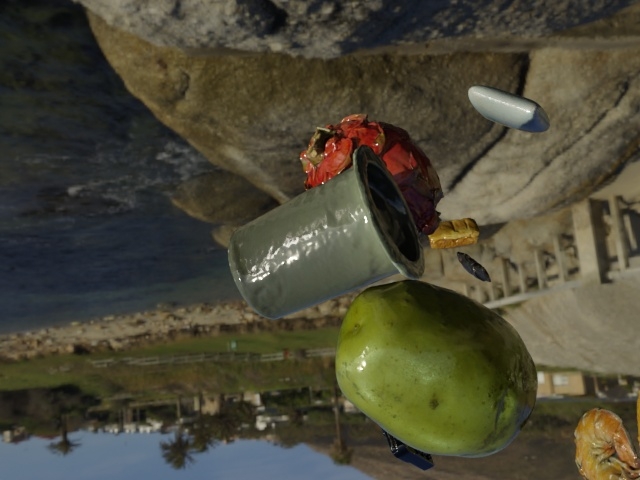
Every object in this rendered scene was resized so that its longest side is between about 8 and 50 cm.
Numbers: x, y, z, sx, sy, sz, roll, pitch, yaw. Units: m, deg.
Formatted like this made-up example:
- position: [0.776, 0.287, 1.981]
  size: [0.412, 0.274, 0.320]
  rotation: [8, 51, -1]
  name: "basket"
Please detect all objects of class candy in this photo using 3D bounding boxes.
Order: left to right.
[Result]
- position: [0.436, -0.302, 1.557]
  size: [0.174, 0.071, 0.138]
  rotation: [28, -174, 32]
  name: "candy"

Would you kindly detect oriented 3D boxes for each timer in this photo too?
- position: [0.167, 0.391, 1.379]
  size: [0.055, 0.144, 0.187]
  rotation: [-31, 142, 12]
  name: "timer"

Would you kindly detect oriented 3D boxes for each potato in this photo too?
- position: [0.155, 0.167, 0.882]
  size: [0.215, 0.216, 0.304]
  rotation: [-14, 139, 44]
  name: "potato"

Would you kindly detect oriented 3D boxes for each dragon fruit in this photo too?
- position: [0.115, -0.136, 1.516]
  size: [0.342, 0.278, 0.277]
  rotation: [32, 158, -16]
  name: "dragon fruit"

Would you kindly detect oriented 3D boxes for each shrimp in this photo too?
- position: [0.558, 0.411, 1.243]
  size: [0.062, 0.164, 0.317]
  rotation: [-3, -173, -7]
  name: "shrimp"

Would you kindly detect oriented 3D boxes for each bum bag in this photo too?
- position: [0.373, 0.066, 1.637]
  size: [0.034, 0.058, 0.124]
  rotation: [-40, -152, -1]
  name: "bum bag"

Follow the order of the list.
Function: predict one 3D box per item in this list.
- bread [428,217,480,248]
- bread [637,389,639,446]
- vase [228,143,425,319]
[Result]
- position: [0.338, -0.018, 1.718]
  size: [0.132, 0.053, 0.074]
  rotation: [-6, -144, 6]
  name: "bread"
- position: [0.472, 0.180, 0.646]
  size: [0.361, 0.250, 0.394]
  rotation: [-49, -178, 3]
  name: "bread"
- position: [0.000, 0.000, 1.162]
  size: [0.291, 0.245, 0.245]
  rotation: [-23, 165, 21]
  name: "vase"
